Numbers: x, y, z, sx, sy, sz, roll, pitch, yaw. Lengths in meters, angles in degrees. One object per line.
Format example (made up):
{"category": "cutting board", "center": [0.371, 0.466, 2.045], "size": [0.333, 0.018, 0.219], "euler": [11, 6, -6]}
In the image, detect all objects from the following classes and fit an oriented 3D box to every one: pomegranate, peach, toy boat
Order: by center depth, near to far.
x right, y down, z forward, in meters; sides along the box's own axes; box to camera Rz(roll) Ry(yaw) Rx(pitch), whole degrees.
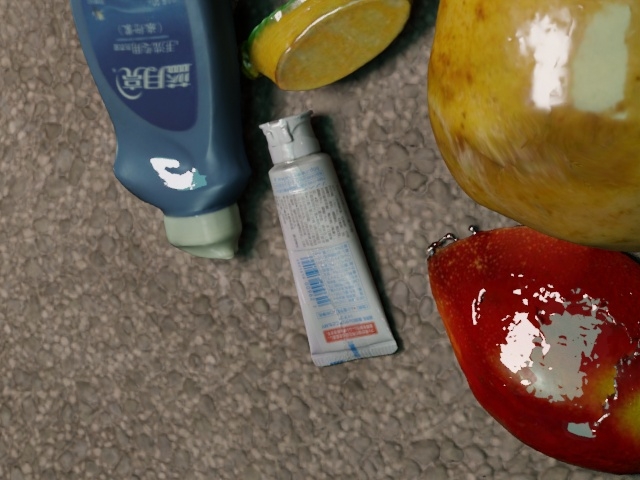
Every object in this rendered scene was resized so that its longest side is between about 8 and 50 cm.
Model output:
{"category": "pomegranate", "center": [0.216, -0.130, 0.977], "size": [0.307, 0.307, 0.307], "euler": [3, 96, 26]}
{"category": "peach", "center": [0.192, 0.084, 1.115], "size": [0.279, 0.068, 0.189], "euler": [33, 106, 20]}
{"category": "toy boat", "center": [0.005, -0.197, 1.178], "size": [0.229, 0.089, 0.088], "euler": [-32, 44, 24]}

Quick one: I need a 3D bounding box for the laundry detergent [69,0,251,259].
{"category": "laundry detergent", "center": [-0.137, -0.119, 1.217], "size": [0.143, 0.094, 0.289], "euler": [-5, 106, 20]}

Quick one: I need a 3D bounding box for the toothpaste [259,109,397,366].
{"category": "toothpaste", "center": [0.000, 0.000, 1.212], "size": [0.089, 0.057, 0.234], "euler": [-13, 96, 28]}

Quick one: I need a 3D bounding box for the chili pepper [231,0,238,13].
{"category": "chili pepper", "center": [-0.140, -0.205, 1.264], "size": [0.153, 0.041, 0.050], "euler": [-17, 107, 17]}
